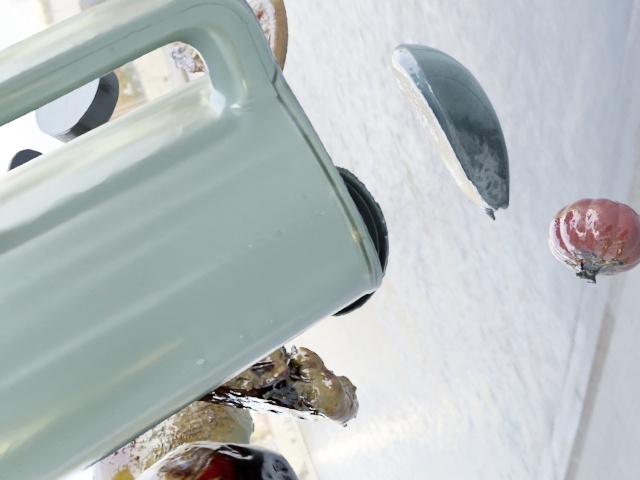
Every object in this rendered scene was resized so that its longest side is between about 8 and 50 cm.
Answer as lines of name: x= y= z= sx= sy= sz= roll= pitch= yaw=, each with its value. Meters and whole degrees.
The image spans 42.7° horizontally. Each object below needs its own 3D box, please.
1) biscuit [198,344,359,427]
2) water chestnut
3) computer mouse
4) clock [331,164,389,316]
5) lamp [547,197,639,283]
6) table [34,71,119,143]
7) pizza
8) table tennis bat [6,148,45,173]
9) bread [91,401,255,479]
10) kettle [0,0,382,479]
biscuit: x=-0.113 y=0.163 z=1.029 sx=0.289 sy=0.334 sz=0.081 roll=72 pitch=-151 yaw=-69
water chestnut: x=-0.122 y=0.383 z=1.064 sx=0.289 sy=0.244 sz=0.289 roll=53 pitch=158 yaw=33
computer mouse: x=0.257 y=-0.205 z=1.481 sx=0.371 sy=0.122 sz=0.188 roll=60 pitch=-178 yaw=-15
clock: x=0.000 y=0.000 z=1.480 sx=0.055 sy=0.281 sz=0.280 roll=-15 pitch=97 yaw=57
lamp: x=0.502 y=0.002 z=1.486 sx=0.182 sy=0.182 sz=0.140 roll=85 pitch=-161 yaw=-66
table: x=-0.360 y=-0.208 z=1.210 sx=0.043 sy=0.133 sz=0.133 roll=32 pitch=-153 yaw=-51
pizza: x=-0.138 y=-0.279 z=1.174 sx=0.052 sy=0.195 sz=0.185 roll=28 pitch=-119 yaw=-63
table tennis bat: x=-0.606 y=-0.087 z=1.790 sx=0.150 sy=0.027 sz=0.236 roll=-36 pitch=-70 yaw=-60
bread: x=-0.274 y=0.351 z=1.480 sx=0.305 sy=0.306 sz=0.158 roll=-134 pitch=22 yaw=-73
kettle: x=-0.150 y=0.004 z=0.548 sx=0.265 sy=0.318 sz=0.205 roll=63 pitch=172 yaw=-17
